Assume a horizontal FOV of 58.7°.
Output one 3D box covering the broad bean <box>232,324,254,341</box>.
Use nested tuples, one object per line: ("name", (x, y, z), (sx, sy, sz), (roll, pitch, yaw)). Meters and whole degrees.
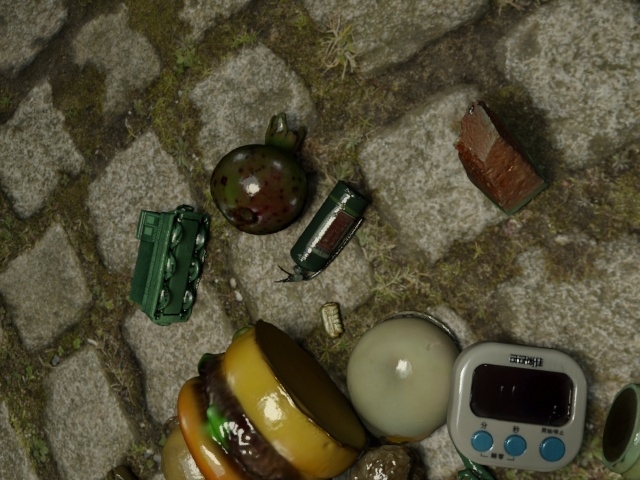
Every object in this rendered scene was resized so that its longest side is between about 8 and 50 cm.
("broad bean", (-0.195, 0.254, 1.458), (0.063, 0.045, 0.083), (29, 104, 13))

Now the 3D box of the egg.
("egg", (0.158, 0.295, 1.219), (0.286, 0.174, 0.264), (-45, 65, 18))

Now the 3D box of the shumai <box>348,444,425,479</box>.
("shumai", (0.151, 0.538, 1.165), (0.166, 0.175, 0.205), (-17, 110, -1))

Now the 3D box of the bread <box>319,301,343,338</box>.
("bread", (0.027, 0.192, 1.367), (0.049, 0.034, 0.087), (-18, 81, 7))

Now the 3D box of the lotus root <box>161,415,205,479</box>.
("lotus root", (-0.316, 0.578, 1.426), (0.146, 0.131, 0.303), (-37, 70, 15))

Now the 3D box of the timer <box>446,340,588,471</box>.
("timer", (0.384, 0.322, 1.121), (0.262, 0.087, 0.236), (7, 86, -1))

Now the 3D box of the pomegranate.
("pomegranate", (-0.150, -0.162, 1.398), (0.242, 0.242, 0.305), (-18, 57, 22))

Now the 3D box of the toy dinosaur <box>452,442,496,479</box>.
("toy dinosaur", (0.320, 0.526, 1.168), (0.120, 0.079, 0.292), (-35, 66, 0))

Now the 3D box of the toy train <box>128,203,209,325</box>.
("toy train", (-0.416, 0.059, 1.538), (0.178, 0.139, 0.330), (14, 93, 35))

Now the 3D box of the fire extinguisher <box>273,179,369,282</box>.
("fire extinguisher", (0.000, 0.000, 1.369), (0.294, 0.118, 0.093), (-55, 31, 10))

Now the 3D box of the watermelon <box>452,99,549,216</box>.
("watermelon", (0.342, -0.181, 1.143), (0.140, 0.257, 0.192), (-40, 62, 15))

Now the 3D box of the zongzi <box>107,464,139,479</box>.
("zongzi", (-0.484, 0.675, 1.527), (0.176, 0.078, 0.160), (-17, 81, 13))

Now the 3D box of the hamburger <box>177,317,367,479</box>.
("hamburger", (-0.120, 0.386, 1.221), (0.277, 0.396, 0.395), (-43, 69, 3))

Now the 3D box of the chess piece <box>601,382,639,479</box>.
("chess piece", (0.674, 0.379, 1.001), (0.298, 0.176, 0.175), (18, 92, 13))
